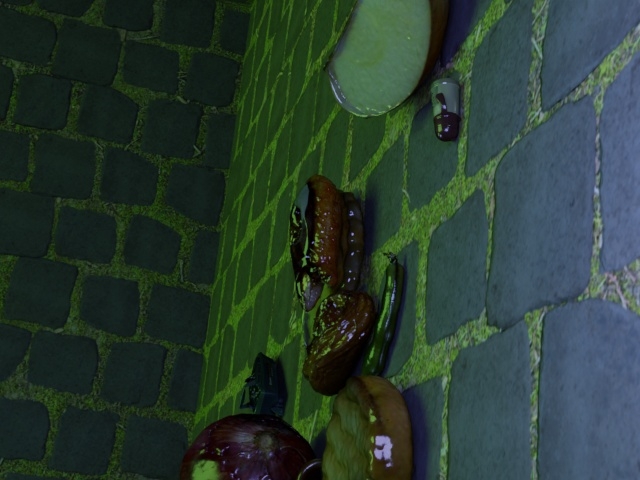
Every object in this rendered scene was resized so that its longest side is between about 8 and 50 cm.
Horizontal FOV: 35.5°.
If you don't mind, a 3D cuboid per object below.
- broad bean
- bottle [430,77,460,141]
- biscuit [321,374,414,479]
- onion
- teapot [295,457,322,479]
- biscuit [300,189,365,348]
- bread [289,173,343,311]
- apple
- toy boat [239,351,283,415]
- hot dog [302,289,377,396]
[{"bbox_3d":[0.107,0.132,1.672,0.069,0.039,0.227,-167,89,-70],"label":"broad bean"},{"bbox_3d":[0.193,-0.201,1.553,0.047,0.063,0.101,-17,60,38],"label":"bottle"},{"bbox_3d":[0.076,0.316,1.544,0.274,0.091,0.213,134,142,-69],"label":"biscuit"},{"bbox_3d":[-0.135,0.461,1.909,0.276,0.276,0.276,-169,90,-76],"label":"onion"},{"bbox_3d":[-0.027,0.503,1.733,0.178,0.135,0.252,172,107,-72],"label":"teapot"},{"bbox_3d":[0.017,0.064,2.026,0.329,0.078,0.335,-171,91,-74],"label":"biscuit"},{"bbox_3d":[-0.004,0.001,1.895,0.139,0.095,0.269,-49,42,50],"label":"bread"},{"bbox_3d":[0.125,-0.369,1.692,0.346,0.179,0.254,117,146,-45],"label":"apple"},{"bbox_3d":[-0.145,0.343,2.410,0.246,0.103,0.093,-103,26,-65],"label":"toy boat"},{"bbox_3d":[0.030,0.185,1.824,0.161,0.099,0.227,-82,14,-51],"label":"hot dog"}]
